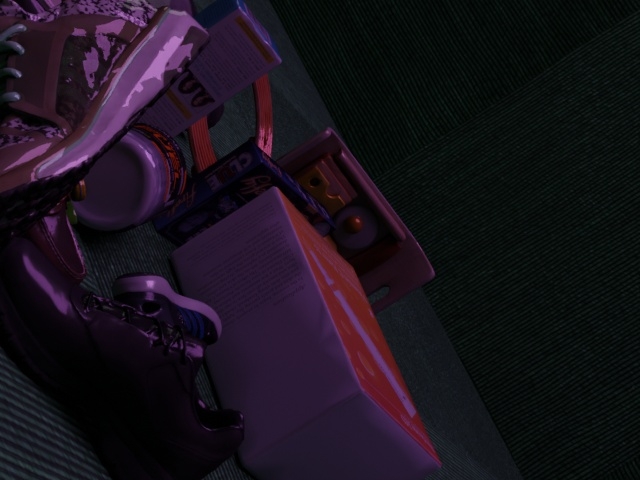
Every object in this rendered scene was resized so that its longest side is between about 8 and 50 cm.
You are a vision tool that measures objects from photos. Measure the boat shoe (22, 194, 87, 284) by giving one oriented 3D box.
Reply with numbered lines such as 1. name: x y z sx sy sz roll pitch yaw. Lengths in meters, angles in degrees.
1. boat shoe: -0.281 -0.049 1.490 0.207 0.073 0.073 59 8 1

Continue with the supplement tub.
1. supplement tub: -0.218 -0.074 1.738 0.117 0.117 0.190 57 10 -2

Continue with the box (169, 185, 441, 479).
1. box: -0.023 0.142 1.863 0.215 0.168 0.345 47 15 -47

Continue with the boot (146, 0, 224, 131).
1. boot: -0.261 -0.328 2.317 0.338 0.118 0.223 61 12 15

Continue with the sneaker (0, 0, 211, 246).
1. sneaker: -0.268 -0.137 1.412 0.182 0.158 0.410 43 37 -7

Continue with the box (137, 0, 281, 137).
1. box: -0.178 -0.207 1.970 0.100 0.244 0.060 51 11 -32

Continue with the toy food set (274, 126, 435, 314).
1. toy food set: 0.000 0.000 2.269 0.306 0.220 0.092 52 11 -30

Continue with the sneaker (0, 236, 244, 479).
1. sneaker: -0.176 0.100 1.365 0.286 0.130 0.109 53 13 -19

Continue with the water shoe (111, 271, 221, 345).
1. water shoe: -0.169 0.098 1.645 0.203 0.073 0.080 40 46 -61

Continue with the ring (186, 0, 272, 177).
1. ring: -0.144 -0.197 2.345 0.336 0.032 0.336 -3 90 -72

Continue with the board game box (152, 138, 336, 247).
1. board game box: -0.099 -0.029 2.036 0.243 0.165 0.042 40 20 -58

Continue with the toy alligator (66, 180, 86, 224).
1. toy alligator: -0.292 -0.079 1.602 0.189 0.056 0.051 61 -31 29

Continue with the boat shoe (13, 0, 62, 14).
1. boat shoe: -0.345 -0.261 1.825 0.335 0.095 0.112 58 20 -22
